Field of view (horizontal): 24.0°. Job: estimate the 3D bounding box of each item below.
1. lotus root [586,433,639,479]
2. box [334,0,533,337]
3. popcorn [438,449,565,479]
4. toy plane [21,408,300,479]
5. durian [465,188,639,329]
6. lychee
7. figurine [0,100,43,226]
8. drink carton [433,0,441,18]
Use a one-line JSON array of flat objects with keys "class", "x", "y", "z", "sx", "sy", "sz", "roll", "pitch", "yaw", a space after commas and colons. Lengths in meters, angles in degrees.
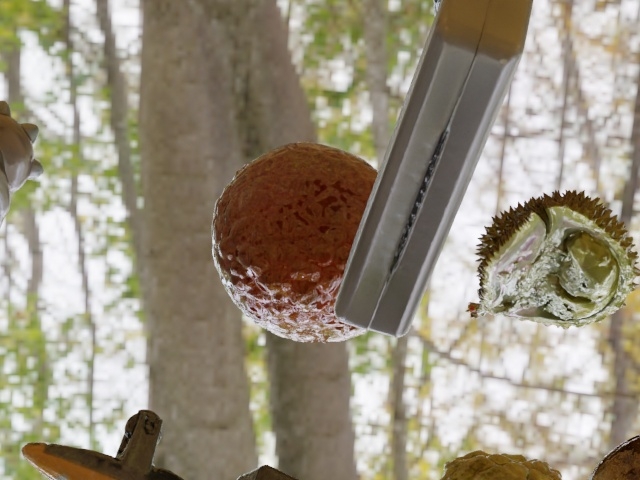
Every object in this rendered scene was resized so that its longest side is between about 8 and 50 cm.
[{"class": "lotus root", "x": 0.306, "y": 0.226, "z": 1.201, "sx": 0.314, "sy": 0.169, "sz": 0.141, "roll": 3, "pitch": -172, "yaw": -26}, {"class": "box", "x": 0.070, "y": -0.053, "z": 0.961, "sx": 0.055, "sy": 0.243, "sz": 0.103, "roll": 18, "pitch": -141, "yaw": 0}, {"class": "popcorn", "x": 0.217, "y": 0.371, "z": 1.872, "sx": 0.235, "sy": 0.216, "sz": 0.181, "roll": -4, "pitch": 166, "yaw": 32}, {"class": "toy plane", "x": -0.049, "y": 0.190, "z": 1.005, "sx": 0.316, "sy": 0.103, "sz": 0.204, "roll": 34, "pitch": 146, "yaw": -14}, {"class": "durian", "x": 0.214, "y": 0.024, "z": 1.420, "sx": 0.146, "sy": 0.208, "sz": 0.102, "roll": 37, "pitch": -136, "yaw": -14}, {"class": "lychee", "x": 0.000, "y": 0.000, "z": 1.812, "sx": 0.255, "sy": 0.255, "sz": 0.300, "roll": 12, "pitch": -141, "yaw": 27}, {"class": "figurine", "x": -0.426, "y": 0.009, "z": 1.383, "sx": 0.248, "sy": 0.380, "sz": 0.203, "roll": 29, "pitch": 170, "yaw": -30}, {"class": "drink carton", "x": 0.116, "y": -0.339, "z": 1.517, "sx": 0.190, "sy": 0.185, "sz": 0.191, "roll": 38, "pitch": -143, "yaw": 20}]
